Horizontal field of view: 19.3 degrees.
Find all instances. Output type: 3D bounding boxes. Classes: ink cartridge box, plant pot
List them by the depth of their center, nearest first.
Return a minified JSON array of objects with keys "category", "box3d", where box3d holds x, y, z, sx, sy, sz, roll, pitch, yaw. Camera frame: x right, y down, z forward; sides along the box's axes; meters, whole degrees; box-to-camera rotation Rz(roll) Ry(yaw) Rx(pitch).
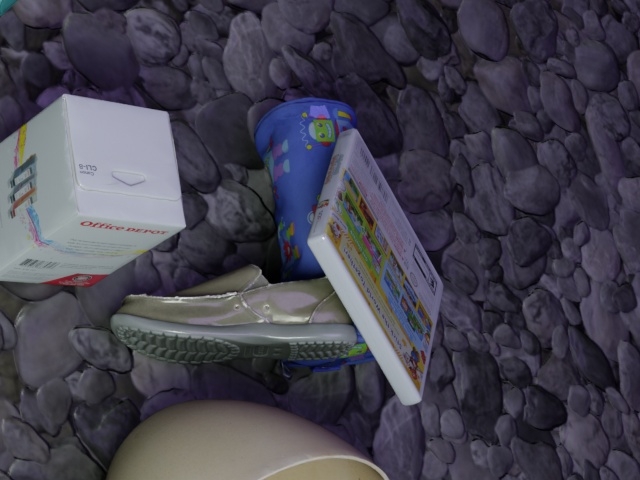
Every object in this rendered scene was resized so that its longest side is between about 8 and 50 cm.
[{"category":"plant pot","box3d":[-0.097,0.257,1.770,0.284,0.284,0.191,1,33,-42]},{"category":"ink cartridge box","box3d":[-0.235,-0.045,1.828,0.128,0.176,0.127,7,65,-40]}]

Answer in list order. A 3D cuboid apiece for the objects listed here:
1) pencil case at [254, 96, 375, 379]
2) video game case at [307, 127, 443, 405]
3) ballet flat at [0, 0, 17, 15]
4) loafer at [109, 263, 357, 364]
[{"category":"pencil case","box3d":[0.000,0.000,2.061,0.119,0.133,0.306,1,66,-19]},{"category":"video game case","box3d":[0.061,0.026,1.984,0.227,0.026,0.206,60,25,-27]},{"category":"ballet flat","box3d":[-0.351,-0.239,1.907,0.074,0.074,0.203,44,53,-17]},{"category":"loafer","box3d":[-0.089,0.073,1.917,0.251,0.094,0.087,3,68,-13]}]
